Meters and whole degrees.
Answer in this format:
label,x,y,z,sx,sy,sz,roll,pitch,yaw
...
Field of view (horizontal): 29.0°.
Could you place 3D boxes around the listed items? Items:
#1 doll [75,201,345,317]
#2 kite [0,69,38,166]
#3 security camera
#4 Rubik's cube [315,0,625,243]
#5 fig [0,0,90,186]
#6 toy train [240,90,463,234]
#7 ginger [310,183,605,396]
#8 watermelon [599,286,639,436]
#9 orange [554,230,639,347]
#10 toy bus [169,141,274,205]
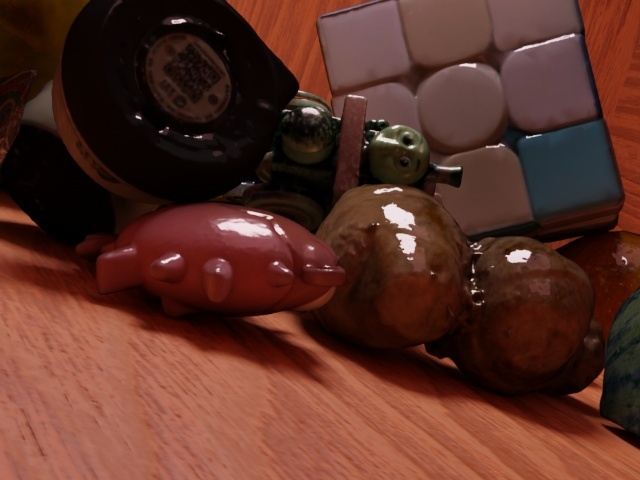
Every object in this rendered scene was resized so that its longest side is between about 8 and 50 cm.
label,x,y,z,sx,sy,sz,roll,pitch,yaw
doll,-0.090,0.015,1.007,0.262,0.093,0.211,5,5,29
kite,-0.343,-0.094,1.144,0.015,0.152,0.285,30,-9,-38
security camera,-0.181,-0.101,1.122,0.197,0.191,0.277,46,-34,-14
Rubik's cube,0.217,-0.157,1.731,0.347,0.346,0.344,-11,-6,10
fig,-0.316,-0.201,1.427,0.344,0.343,0.343,18,5,-2
toy train,0.029,-0.045,1.321,0.222,0.150,0.304,8,-22,0
ginger,0.132,0.057,1.124,0.304,0.155,0.244,25,-2,-3
watermelon,0.390,0.159,1.059,0.283,0.292,0.250,-9,27,39
orange,0.450,0.089,1.757,0.335,0.196,0.262,11,-9,3
toy bus,-0.125,-0.110,1.706,0.262,0.128,0.150,2,-4,22
